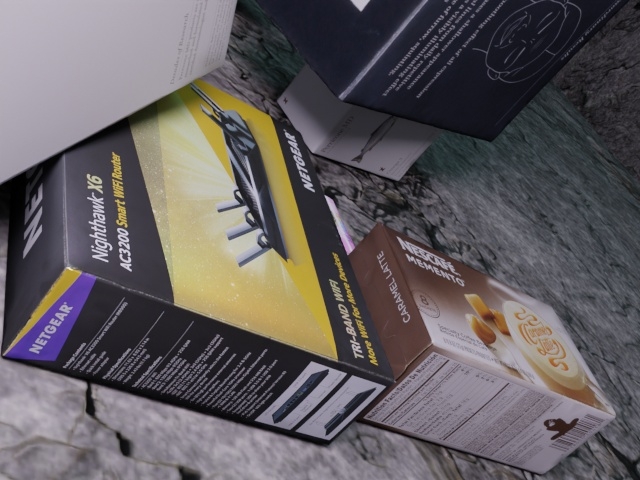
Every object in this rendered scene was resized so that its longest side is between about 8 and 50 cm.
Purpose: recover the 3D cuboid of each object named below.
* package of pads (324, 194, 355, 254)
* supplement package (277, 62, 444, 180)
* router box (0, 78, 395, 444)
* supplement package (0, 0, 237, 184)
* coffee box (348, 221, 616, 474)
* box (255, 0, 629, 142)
[{"bbox_3d":[0.000,0.000,0.760,0.032,0.050,0.083,26,28,-41],"label":"package of pads"},{"bbox_3d":[0.055,-0.160,1.038,0.179,0.105,0.105,11,39,-48],"label":"supplement package"},{"bbox_3d":[-0.097,-0.019,0.610,0.242,0.081,0.309,23,30,-34],"label":"router box"},{"bbox_3d":[-0.189,-0.170,0.479,0.177,0.175,0.293,29,39,12],"label":"supplement package"},{"bbox_3d":[0.127,0.101,0.725,0.246,0.098,0.141,25,30,-34],"label":"coffee box"},{"bbox_3d":[0.159,-0.305,0.948,0.395,0.293,0.212,2,46,-56],"label":"box"}]
